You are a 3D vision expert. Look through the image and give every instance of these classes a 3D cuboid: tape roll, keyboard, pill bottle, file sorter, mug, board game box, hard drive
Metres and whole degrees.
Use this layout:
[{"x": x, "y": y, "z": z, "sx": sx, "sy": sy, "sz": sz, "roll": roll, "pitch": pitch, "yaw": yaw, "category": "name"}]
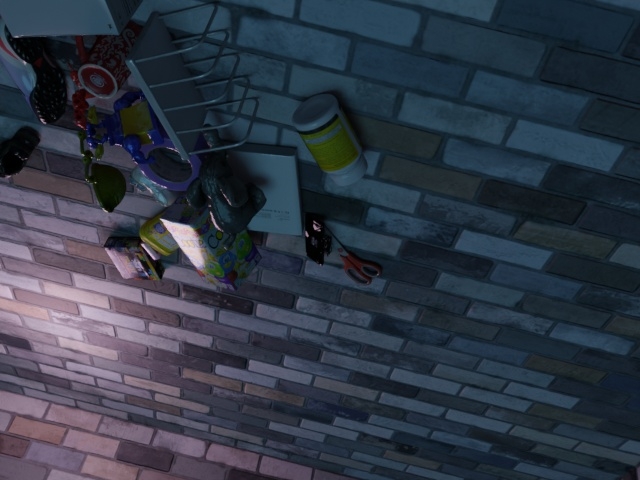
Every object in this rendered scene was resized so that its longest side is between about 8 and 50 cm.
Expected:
[{"x": -0.387, "y": -0.225, "z": 1.792, "sx": 0.189, "sy": 0.080, "sz": 0.189, "roll": 8, "pitch": 139, "yaw": 7, "category": "tape roll"}, {"x": 0.000, "y": 0.000, "z": 1.977, "sx": 0.100, "sy": 0.038, "sz": 0.192, "roll": 37, "pitch": 150, "yaw": 25, "category": "keyboard"}, {"x": 0.029, "y": -0.237, "z": 1.624, "sx": 0.119, "sy": 0.119, "sz": 0.208, "roll": -11, "pitch": 134, "yaw": 27, "category": "pill bottle"}, {"x": -0.271, "y": -0.356, "z": 1.521, "sx": 0.173, "sy": 0.193, "sz": 0.278, "roll": -6, "pitch": 136, "yaw": 18, "category": "file sorter"}, {"x": -0.488, "y": -0.414, "z": 1.528, "sx": 0.150, "sy": 0.169, "sz": 0.113, "roll": 19, "pitch": 141, "yaw": -6, "category": "mug"}, {"x": -0.309, "y": -0.006, "z": 1.940, "sx": 0.144, "sy": 0.142, "sz": 0.275, "roll": 10, "pitch": 142, "yaw": 36, "category": "board game box"}, {"x": -0.607, "y": 0.060, "z": 2.215, "sx": 0.141, "sy": 0.048, "sz": 0.170, "roll": -1, "pitch": 138, "yaw": 15, "category": "board game box"}, {"x": -0.156, "y": -0.137, "z": 1.857, "sx": 0.203, "sy": 0.040, "sz": 0.307, "roll": 7, "pitch": 140, "yaw": 9, "category": "hard drive"}]

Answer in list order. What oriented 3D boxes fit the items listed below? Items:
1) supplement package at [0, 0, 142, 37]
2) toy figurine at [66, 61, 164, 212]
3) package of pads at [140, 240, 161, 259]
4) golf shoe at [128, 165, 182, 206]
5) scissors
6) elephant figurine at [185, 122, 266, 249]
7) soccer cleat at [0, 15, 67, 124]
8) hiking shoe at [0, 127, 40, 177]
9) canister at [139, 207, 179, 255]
[{"x": -0.543, "y": -0.550, "z": 1.405, "sx": 0.261, "sy": 0.145, "sz": 0.204, "roll": 2, "pitch": 139, "yaw": 13, "category": "supplement package"}, {"x": -0.455, "y": -0.268, "z": 1.616, "sx": 0.217, "sy": 0.363, "sz": 0.191, "roll": -14, "pitch": 153, "yaw": -9, "category": "toy figurine"}, {"x": -0.530, "y": 0.018, "z": 2.140, "sx": 0.032, "sy": 0.050, "sz": 0.083, "roll": -8, "pitch": 136, "yaw": 24, "category": "package of pads"}, {"x": -0.448, "y": -0.156, "z": 1.904, "sx": 0.176, "sy": 0.069, "sz": 0.086, "roll": 28, "pitch": 132, "yaw": -18, "category": "golf shoe"}, {"x": 0.063, "y": 0.042, "z": 2.018, "sx": 0.297, "sy": 0.021, "sz": 0.109, "roll": 37, "pitch": 137, "yaw": -25, "category": "scissors"}, {"x": -0.258, "y": -0.136, "z": 1.708, "sx": 0.169, "sy": 0.186, "sz": 0.239, "roll": -36, "pitch": 143, "yaw": 0, "category": "elephant figurine"}, {"x": -0.718, "y": -0.426, "z": 1.653, "sx": 0.116, "sy": 0.108, "sz": 0.318, "roll": 25, "pitch": 148, "yaw": 22, "category": "soccer cleat"}, {"x": -0.881, "y": -0.226, "z": 1.907, "sx": 0.086, "sy": 0.114, "sz": 0.227, "roll": 36, "pitch": 136, "yaw": -24, "category": "hiking shoe"}, {"x": -0.445, "y": -0.034, "z": 2.038, "sx": 0.170, "sy": 0.073, "sz": 0.126, "roll": -27, "pitch": 126, "yaw": 37, "category": "canister"}]
